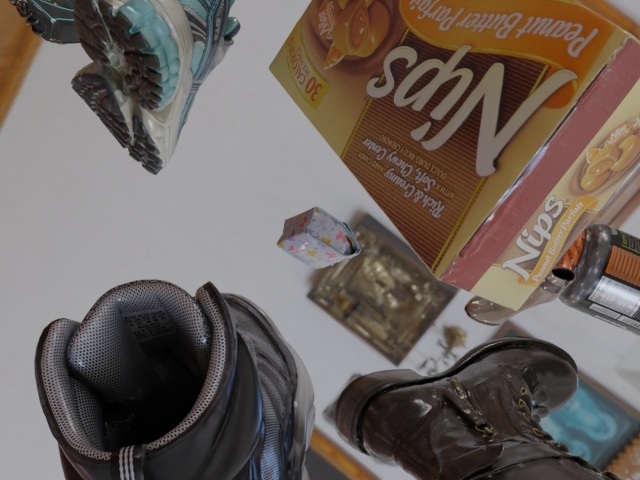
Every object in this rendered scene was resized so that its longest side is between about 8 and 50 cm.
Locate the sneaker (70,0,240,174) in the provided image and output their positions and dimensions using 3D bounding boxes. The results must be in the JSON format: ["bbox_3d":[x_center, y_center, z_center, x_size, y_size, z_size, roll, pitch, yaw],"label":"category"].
[{"bbox_3d":[-0.121,-0.143,0.730,0.122,0.110,0.283,-43,-175,-19],"label":"sneaker"}]

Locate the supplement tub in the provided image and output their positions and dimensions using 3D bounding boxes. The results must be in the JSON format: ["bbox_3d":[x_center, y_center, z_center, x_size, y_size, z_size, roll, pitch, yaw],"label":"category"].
[{"bbox_3d":[0.383,0.050,1.141,0.117,0.190,0.117,-157,-90,-87],"label":"supplement tub"}]

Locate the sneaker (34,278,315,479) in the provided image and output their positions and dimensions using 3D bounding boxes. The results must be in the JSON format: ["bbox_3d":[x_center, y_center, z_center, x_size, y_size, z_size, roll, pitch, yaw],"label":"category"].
[{"bbox_3d":[-0.064,0.069,0.452,0.101,0.153,0.269,-15,-150,2],"label":"sneaker"}]

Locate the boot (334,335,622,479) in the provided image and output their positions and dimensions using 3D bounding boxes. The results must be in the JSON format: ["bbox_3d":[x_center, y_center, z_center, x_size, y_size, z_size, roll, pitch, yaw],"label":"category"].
[{"bbox_3d":[0.158,0.163,0.674,0.262,0.091,0.229,-8,-162,-29],"label":"boot"}]

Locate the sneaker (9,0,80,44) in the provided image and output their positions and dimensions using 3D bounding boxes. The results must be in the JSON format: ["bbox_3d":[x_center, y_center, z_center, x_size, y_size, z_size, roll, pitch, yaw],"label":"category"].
[{"bbox_3d":[-0.298,-0.270,0.964,0.267,0.101,0.106,17,113,-37],"label":"sneaker"}]

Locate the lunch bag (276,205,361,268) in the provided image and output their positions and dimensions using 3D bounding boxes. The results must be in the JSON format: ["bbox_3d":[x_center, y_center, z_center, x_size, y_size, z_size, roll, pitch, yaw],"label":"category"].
[{"bbox_3d":[0.000,0.000,1.122,0.071,0.083,0.053,-23,-139,51],"label":"lunch bag"}]

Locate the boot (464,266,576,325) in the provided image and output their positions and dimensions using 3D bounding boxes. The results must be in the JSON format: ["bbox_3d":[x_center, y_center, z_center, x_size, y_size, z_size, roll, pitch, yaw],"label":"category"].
[{"bbox_3d":[0.223,0.055,0.983,0.118,0.042,0.087,-5,152,-45],"label":"boot"}]

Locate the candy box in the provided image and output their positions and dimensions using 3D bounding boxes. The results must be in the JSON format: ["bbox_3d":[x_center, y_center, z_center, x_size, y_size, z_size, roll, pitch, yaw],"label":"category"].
[{"bbox_3d":[0.091,-0.120,0.659,0.183,0.087,0.316,-55,-140,18],"label":"candy box"}]
